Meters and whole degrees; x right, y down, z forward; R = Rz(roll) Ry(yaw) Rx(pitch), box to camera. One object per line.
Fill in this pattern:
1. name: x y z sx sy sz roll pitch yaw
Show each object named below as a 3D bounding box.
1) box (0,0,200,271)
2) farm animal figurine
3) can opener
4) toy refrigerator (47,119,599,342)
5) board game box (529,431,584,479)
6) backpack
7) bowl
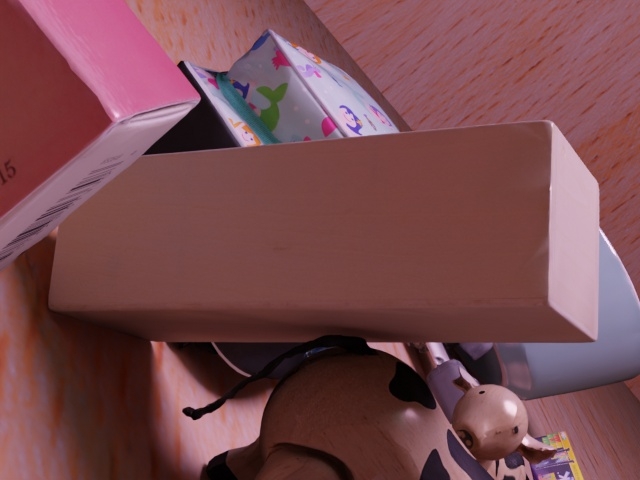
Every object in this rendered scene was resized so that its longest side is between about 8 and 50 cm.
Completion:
1. box: -0.187 -0.099 0.449 0.232 0.148 0.127 51 13 -3
2. farm animal figurine: 0.076 0.167 0.599 0.327 0.172 0.330 46 14 -27
3. can opener: 0.159 0.153 1.148 0.074 0.093 0.280 43 20 -38
4. toy refrigerator: 0.000 0.000 0.563 0.102 0.269 0.094 29 62 -60
5. board game box: 0.244 0.288 1.043 0.170 0.048 0.141 -81 155 -74
6. backpack: -0.020 -0.023 0.789 0.225 0.191 0.253 54 8 12
7. bowl: 0.247 0.077 1.355 0.311 0.163 0.311 57 -12 19
